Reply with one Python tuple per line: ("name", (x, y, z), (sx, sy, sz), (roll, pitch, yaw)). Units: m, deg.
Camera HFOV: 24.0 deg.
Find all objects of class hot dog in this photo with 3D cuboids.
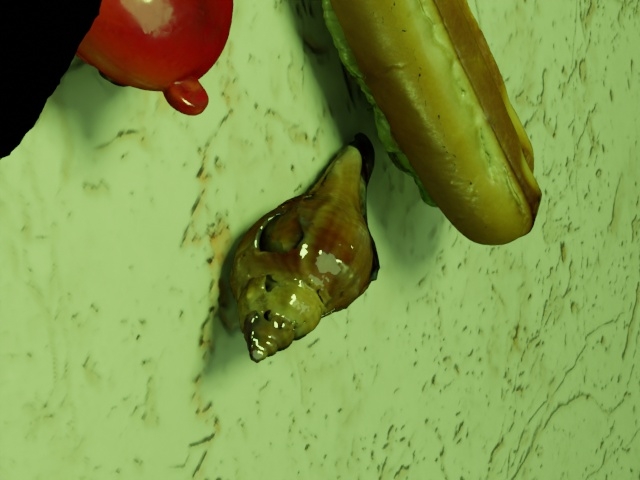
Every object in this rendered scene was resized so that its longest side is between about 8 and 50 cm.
("hot dog", (0.071, -0.122, 1.082), (0.135, 0.100, 0.337), (-92, 157, -55))

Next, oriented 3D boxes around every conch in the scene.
("conch", (0.004, 0.004, 1.025), (0.233, 0.080, 0.086), (-37, 133, -51))

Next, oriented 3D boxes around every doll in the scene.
("doll", (-0.108, -0.171, 0.824), (0.183, 0.085, 0.217), (-35, 106, -53))

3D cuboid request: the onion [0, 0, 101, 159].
("onion", (-0.213, -0.110, 0.468), (0.337, 0.282, 0.260), (34, 63, -55))
